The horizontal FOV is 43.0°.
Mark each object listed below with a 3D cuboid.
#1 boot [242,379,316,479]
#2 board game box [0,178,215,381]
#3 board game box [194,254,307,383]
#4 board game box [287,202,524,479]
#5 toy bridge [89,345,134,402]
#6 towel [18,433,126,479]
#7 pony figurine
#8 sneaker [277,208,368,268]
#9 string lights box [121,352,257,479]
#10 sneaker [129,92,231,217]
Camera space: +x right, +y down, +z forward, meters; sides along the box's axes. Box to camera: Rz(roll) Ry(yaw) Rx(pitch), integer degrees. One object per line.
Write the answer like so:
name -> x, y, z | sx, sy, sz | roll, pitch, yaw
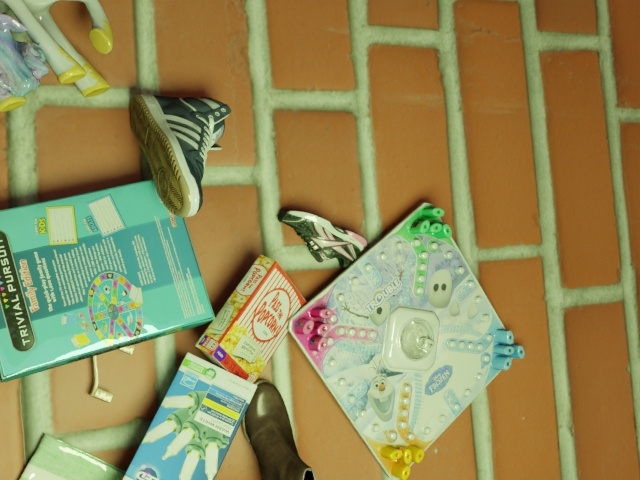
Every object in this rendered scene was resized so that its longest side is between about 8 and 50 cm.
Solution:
boot -> -0.053, 0.363, 1.366 | 0.090, 0.207, 0.248 | -7, 88, -25
board game box -> -0.370, 0.055, 1.304 | 0.336, 0.079, 0.254 | -14, 82, -25
board game box -> -0.115, 0.143, 1.408 | 0.193, 0.045, 0.147 | -56, 144, -18
board game box -> 0.183, 0.190, 1.552 | 0.390, 0.050, 0.390 | -40, 108, -23
toy bridge -> -0.342, 0.171, 1.353 | 0.063, 0.026, 0.188 | 26, 74, -19
towel -> -0.407, 0.509, 1.285 | 0.248, 0.038, 0.325 | 32, 73, -18
pony figurine -> -0.492, -0.388, 1.234 | 0.351, 0.303, 0.363 | -30, 95, -56
sneaker -> 0.000, 0.000, 1.505 | 0.178, 0.072, 0.077 | 24, 86, -15
string lights box -> -0.219, 0.333, 1.329 | 0.133, 0.077, 0.259 | 26, 65, -2
sneaker -> -0.206, -0.150, 1.346 | 0.153, 0.099, 0.282 | -4, 45, -30
